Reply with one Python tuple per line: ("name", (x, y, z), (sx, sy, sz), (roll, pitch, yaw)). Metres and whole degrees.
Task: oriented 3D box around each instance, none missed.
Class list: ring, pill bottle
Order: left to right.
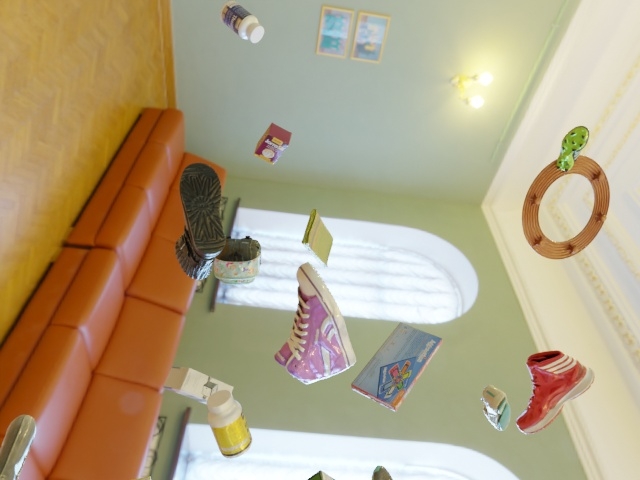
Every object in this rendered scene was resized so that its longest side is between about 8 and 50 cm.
("pill bottle", (-0.173, 0.342, 0.867), (0.065, 0.065, 0.116), (-97, 173, -70))
("pill bottle", (-0.214, -0.600, 1.275), (0.067, 0.120, 0.067), (-43, 165, -15))
("ring", (0.777, -0.099, 1.444), (0.032, 0.337, 0.336), (-138, -126, -67))

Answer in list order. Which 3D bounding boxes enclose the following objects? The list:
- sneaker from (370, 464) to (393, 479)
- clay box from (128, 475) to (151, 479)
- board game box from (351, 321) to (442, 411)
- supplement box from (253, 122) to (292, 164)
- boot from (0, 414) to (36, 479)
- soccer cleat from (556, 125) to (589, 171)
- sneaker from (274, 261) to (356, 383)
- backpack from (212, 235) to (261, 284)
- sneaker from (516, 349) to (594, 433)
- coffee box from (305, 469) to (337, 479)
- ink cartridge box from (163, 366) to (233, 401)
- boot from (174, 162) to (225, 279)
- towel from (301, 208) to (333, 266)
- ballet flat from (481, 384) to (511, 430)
("sneaker", (0.171, 0.575, 1.031), (0.065, 0.076, 0.166), (-33, 101, -48))
("clay box", (-0.411, 0.489, 0.792), (0.127, 0.222, 0.053), (-134, -141, -72))
("board game box", (0.228, 0.359, 1.354), (0.281, 0.145, 0.027), (-40, 133, -37))
("supplement box", (-0.110, -0.222, 1.068), (0.083, 0.055, 0.043), (-41, -149, 48))
("boot", (-0.640, 0.488, 0.919), (0.189, 0.076, 0.208), (-57, -147, 13))
("soccer cleat", (0.715, -0.269, 1.308), (0.072, 0.060, 0.178), (-53, 156, -19))
("sneaker", (-0.032, 0.189, 0.965), (0.102, 0.161, 0.281), (-132, -158, -63))
("backpack", (-0.384, 0.100, 2.133), (0.253, 0.226, 0.190), (-114, -154, -71))
("sneaker", (0.506, 0.340, 1.079), (0.221, 0.128, 0.087), (-54, 175, 17))
("coffee box", (0.016, 0.722, 1.300), (0.113, 0.184, 0.040), (-38, -149, 8))
("ink cartridge box", (-0.424, 0.511, 1.609), (0.140, 0.191, 0.082), (-14, -130, 47))
("boot", (-0.421, -0.060, 1.572), (0.260, 0.131, 0.347), (137, -51, -59))
("towel", (0.000, 0.000, 1.317), (0.237, 0.021, 0.102), (54, 52, -66))
("ballet flat", (0.555, 0.529, 1.473), (0.248, 0.086, 0.086), (63, 22, -45))
